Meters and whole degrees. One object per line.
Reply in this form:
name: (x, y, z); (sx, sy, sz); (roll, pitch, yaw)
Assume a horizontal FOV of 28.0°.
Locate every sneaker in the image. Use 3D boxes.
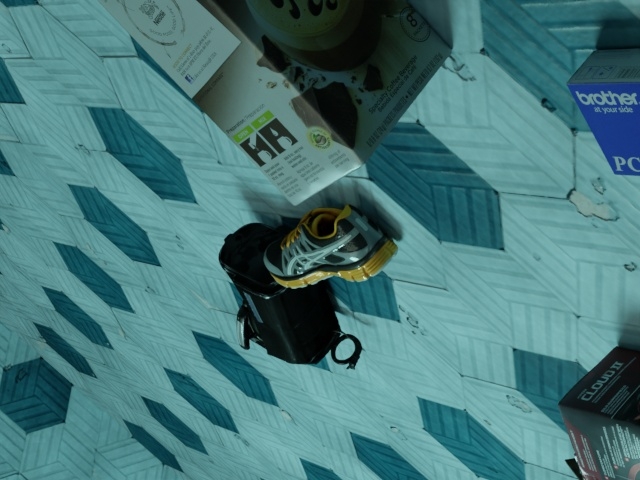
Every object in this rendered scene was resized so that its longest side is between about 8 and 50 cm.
sneaker: (0.000, 0.000, 1.527); (0.215, 0.084, 0.083); (-10, 124, 50)

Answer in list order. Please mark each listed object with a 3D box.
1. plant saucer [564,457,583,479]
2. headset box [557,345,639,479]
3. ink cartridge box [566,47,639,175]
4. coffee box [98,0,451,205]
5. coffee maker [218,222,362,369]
plant saucer: (0.361, 0.322, 1.487); (0.199, 0.036, 0.198); (50, -176, -4)
headset box: (0.380, 0.237, 1.265); (0.293, 0.110, 0.218); (9, 130, 51)
ink cartridge box: (0.288, -0.093, 0.944); (0.207, 0.046, 0.097); (8, 139, 53)
coffee box: (-0.053, -0.202, 1.103); (0.297, 0.168, 0.119); (45, 144, -11)
coffee maker: (-0.036, 0.072, 1.689); (0.171, 0.120, 0.178); (6, 146, 17)
